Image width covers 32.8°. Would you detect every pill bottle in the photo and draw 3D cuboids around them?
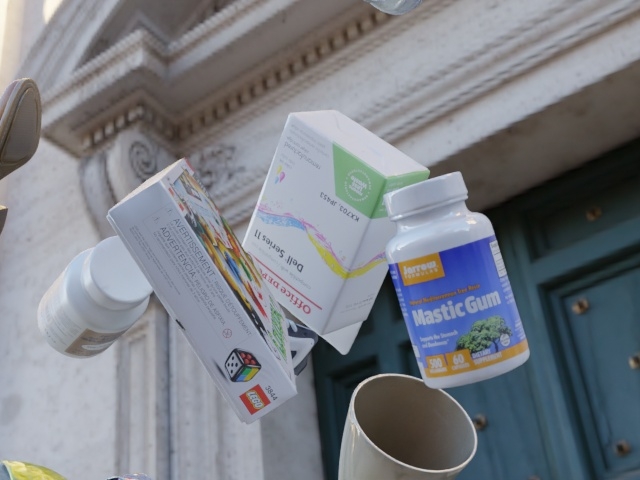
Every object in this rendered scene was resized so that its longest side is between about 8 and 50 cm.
[{"bbox_3d":[0.176,0.051,1.478,0.152,0.272,0.152,-17,1,0],"label":"pill bottle"},{"bbox_3d":[-0.327,0.083,1.612,0.131,0.131,0.229,13,-28,-25],"label":"pill bottle"}]

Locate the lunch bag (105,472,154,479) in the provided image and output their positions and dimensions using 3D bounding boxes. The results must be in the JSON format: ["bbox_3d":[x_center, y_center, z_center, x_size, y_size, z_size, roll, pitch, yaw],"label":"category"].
[{"bbox_3d":[-0.289,0.396,1.699,0.053,0.083,0.071,-62,-25,6],"label":"lunch bag"}]

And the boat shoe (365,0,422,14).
[{"bbox_3d":[0.066,-0.346,1.289,0.136,0.156,0.367,22,-18,8],"label":"boat shoe"}]

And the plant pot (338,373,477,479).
[{"bbox_3d":[0.140,0.451,2.148,0.256,0.256,0.274,8,-55,-19],"label":"plant pot"}]

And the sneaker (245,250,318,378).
[{"bbox_3d":[-0.075,0.119,1.572,0.094,0.235,0.153,-6,9,35],"label":"sneaker"}]

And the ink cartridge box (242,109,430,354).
[{"bbox_3d":[0.000,0.000,1.686,0.119,0.207,0.353,-14,-47,-50],"label":"ink cartridge box"}]

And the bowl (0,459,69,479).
[{"bbox_3d":[-0.388,0.465,1.594,0.156,0.289,0.289,2,-36,-25],"label":"bowl"}]

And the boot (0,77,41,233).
[{"bbox_3d":[-0.576,-0.146,1.730,0.220,0.283,0.109,20,6,18],"label":"boot"}]

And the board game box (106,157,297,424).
[{"bbox_3d":[-0.096,0.029,0.950,0.053,0.305,0.193,-32,-81,1],"label":"board game box"}]
